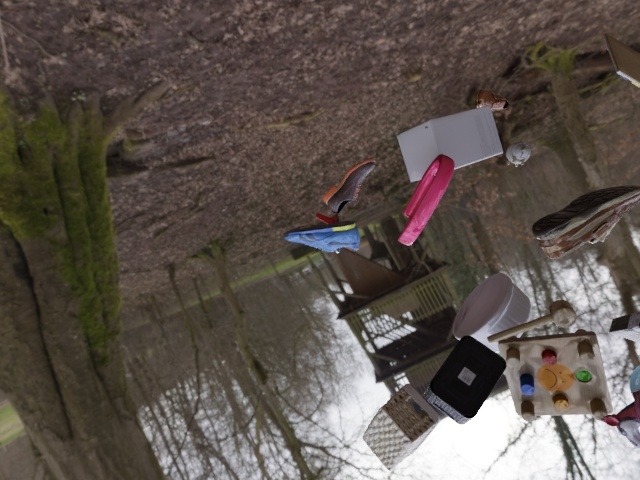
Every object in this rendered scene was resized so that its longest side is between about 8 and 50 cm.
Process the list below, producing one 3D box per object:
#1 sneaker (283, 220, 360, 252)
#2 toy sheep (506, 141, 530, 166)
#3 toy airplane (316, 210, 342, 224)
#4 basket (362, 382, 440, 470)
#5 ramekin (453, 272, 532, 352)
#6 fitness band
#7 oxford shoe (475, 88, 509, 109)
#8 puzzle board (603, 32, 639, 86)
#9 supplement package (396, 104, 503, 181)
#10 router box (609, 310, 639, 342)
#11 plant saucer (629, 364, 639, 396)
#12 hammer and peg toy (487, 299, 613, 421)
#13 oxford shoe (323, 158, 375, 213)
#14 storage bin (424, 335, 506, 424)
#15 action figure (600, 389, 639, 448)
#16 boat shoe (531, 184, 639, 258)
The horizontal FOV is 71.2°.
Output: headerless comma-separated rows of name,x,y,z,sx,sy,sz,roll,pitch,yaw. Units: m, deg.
sneaker,0.000,0.000,1.142,0.209,0.082,0.069,-4,-163,26
toy sheep,0.731,-0.323,1.652,0.091,0.091,0.132,-28,-176,2
toy airplane,0.047,-0.041,1.510,0.151,0.151,0.028,-24,169,-43
basket,0.182,0.437,1.042,0.103,0.113,0.167,-20,142,-38
ramekin,0.579,0.251,1.496,0.273,0.127,0.273,-54,-179,2
fitness band,0.314,-0.120,1.350,0.209,0.054,0.290,-69,-175,-75
oxford shoe,0.619,-0.506,1.610,0.076,0.076,0.212,14,-162,40
puzzle board,0.546,-0.308,0.786,0.011,0.096,0.128,127,-17,-51
supplement package,0.444,-0.331,1.537,0.293,0.177,0.175,-20,-175,-28
router box,0.837,0.230,1.126,0.179,0.133,0.046,54,57,-70
plant saucer,1.092,0.464,1.410,0.195,0.195,0.037,-30,166,32
hammer and peg toy,0.641,0.335,1.264,0.266,0.361,0.127,-14,-167,27
oxford shoe,0.133,-0.216,1.799,0.271,0.098,0.097,-44,158,28
storage bin,0.354,0.341,1.099,0.180,0.122,0.084,-45,156,-23
action figure,0.809,0.372,0.953,0.370,0.275,0.248,-10,-166,25
boat shoe,0.761,-0.052,1.274,0.324,0.119,0.122,-26,-167,-1
